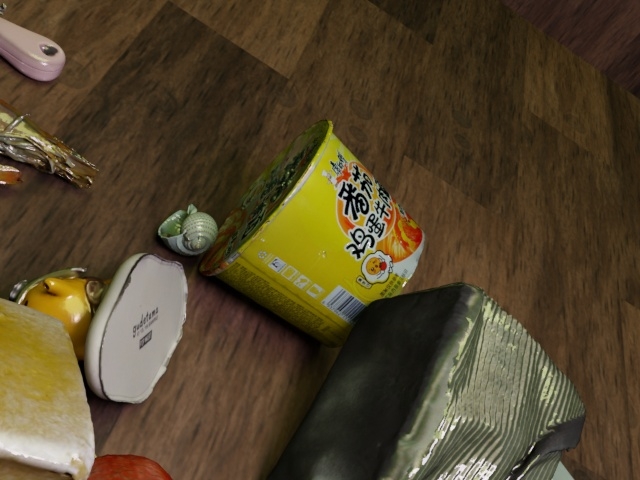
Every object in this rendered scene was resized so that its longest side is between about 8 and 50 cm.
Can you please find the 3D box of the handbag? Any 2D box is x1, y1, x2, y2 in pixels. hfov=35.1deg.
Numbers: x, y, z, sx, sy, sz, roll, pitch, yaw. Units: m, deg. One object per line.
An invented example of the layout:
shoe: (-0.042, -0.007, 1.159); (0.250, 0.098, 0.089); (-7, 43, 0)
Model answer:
handbag: (0.127, 0.235, 1.130); (0.240, 0.247, 0.340); (43, 59, -18)

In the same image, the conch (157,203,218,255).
conch: (-0.172, -0.009, 1.329); (0.085, 0.076, 0.056); (-114, -175, -70)

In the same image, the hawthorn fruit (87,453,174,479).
hawthorn fruit: (-0.192, 0.262, 0.949); (0.163, 0.162, 0.203); (21, 21, -23)

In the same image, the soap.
soap: (-0.377, 0.127, 0.839); (0.335, 0.156, 0.293); (22, 8, -24)

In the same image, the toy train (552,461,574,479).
toy train: (0.283, 0.317, 1.350); (0.086, 0.088, 0.407); (-11, 59, -49)

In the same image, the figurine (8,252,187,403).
figurine: (-0.254, 0.090, 1.130); (0.141, 0.166, 0.250); (5, 5, 12)

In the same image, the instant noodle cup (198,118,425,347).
instant noodle cup: (0.000, 0.000, 1.322); (0.200, 0.264, 0.264); (39, 34, -14)

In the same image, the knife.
knife: (-0.503, -0.333, 1.411); (0.336, 0.043, 0.081); (34, 35, -4)

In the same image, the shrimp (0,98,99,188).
shrimp: (-0.397, -0.117, 1.249); (0.249, 0.068, 0.150); (16, 53, -22)

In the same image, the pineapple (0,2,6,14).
pineapple: (-0.523, -0.316, 1.311); (0.221, 0.083, 0.103); (5, 39, -22)
